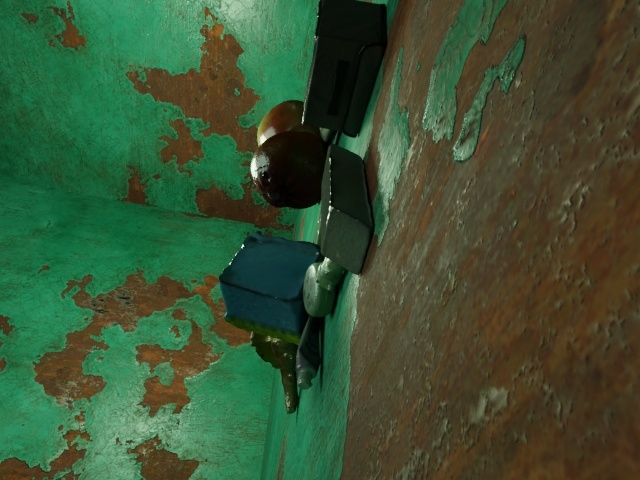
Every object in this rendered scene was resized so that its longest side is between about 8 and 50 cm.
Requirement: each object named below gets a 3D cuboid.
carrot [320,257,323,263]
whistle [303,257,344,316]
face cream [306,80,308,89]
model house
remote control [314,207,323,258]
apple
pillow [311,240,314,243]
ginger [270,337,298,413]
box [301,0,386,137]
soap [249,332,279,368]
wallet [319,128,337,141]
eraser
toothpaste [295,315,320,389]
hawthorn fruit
[{"bbox_3d":[-0.037,0.131,1.421,0.069,0.069,0.228,-86,6,-47],"label":"carrot"},{"bbox_3d":[0.013,0.089,1.026,0.258,0.067,0.126,116,153,-55],"label":"whistle"},{"bbox_3d":[-0.006,-0.477,1.524,0.341,0.084,0.137,-103,29,-82],"label":"face cream"},{"bbox_3d":[-0.129,0.167,1.289,0.215,0.237,0.303,-65,-16,-50],"label":"model house"},{"bbox_3d":[0.000,0.000,1.421,0.098,0.038,0.233,-87,7,-54],"label":"remote control"},{"bbox_3d":[-0.106,-0.434,1.958,0.277,0.319,0.319,44,129,48],"label":"apple"},{"bbox_3d":[-0.061,0.088,1.520,0.229,0.051,0.128,-42,-42,-66],"label":"pillow"},{"bbox_3d":[-0.112,0.368,1.441,0.148,0.081,0.333,-16,85,63],"label":"ginger"},{"bbox_3d":[0.048,-0.411,1.090,0.252,0.153,0.188,105,173,-53],"label":"box"},{"bbox_3d":[-0.166,0.328,1.807,0.259,0.143,0.281,67,-160,-48],"label":"soap"},{"bbox_3d":[0.057,-0.490,1.560,0.335,0.068,0.274,122,160,-71],"label":"wallet"},{"bbox_3d":[0.046,-0.079,0.925,0.352,0.077,0.111,-90,8,-57],"label":"eraser"},{"bbox_3d":[-0.017,0.239,1.143,0.301,0.048,0.075,-77,-27,-53],"label":"toothpaste"},{"bbox_3d":[-0.092,-0.252,1.647,0.311,0.295,0.295,-38,-26,-42],"label":"hawthorn fruit"}]
